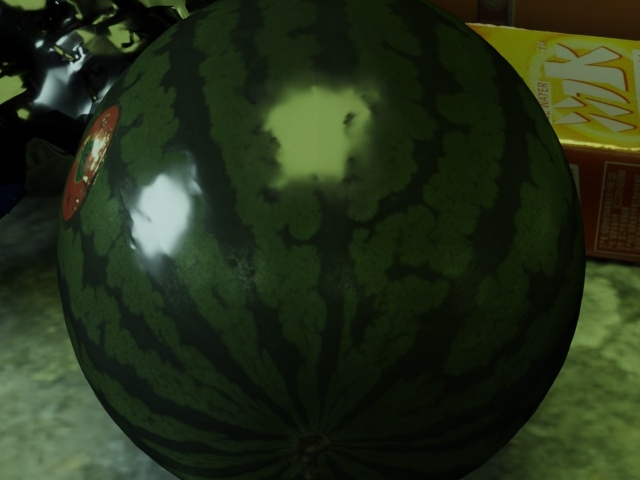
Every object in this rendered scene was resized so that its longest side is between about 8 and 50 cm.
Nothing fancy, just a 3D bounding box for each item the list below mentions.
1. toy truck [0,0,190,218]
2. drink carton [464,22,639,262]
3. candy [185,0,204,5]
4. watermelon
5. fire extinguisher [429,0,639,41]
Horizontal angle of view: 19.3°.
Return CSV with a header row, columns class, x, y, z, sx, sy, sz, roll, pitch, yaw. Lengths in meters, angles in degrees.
class,x,y,z,sx,sy,sz,roll,pitch,yaw
toy truck,-0.167,-0.070,0.853,0.213,0.177,0.161,-32,79,-22
drink carton,0.159,-0.042,0.892,0.222,0.071,0.096,8,41,8
candy,-0.197,-0.136,1.008,0.312,0.061,0.088,-19,45,-22
watermelon,0.000,0.000,0.734,0.212,0.212,0.212,1,39,0
fire extinguisher,0.130,-0.132,1.000,0.376,0.113,0.200,9,-3,7
